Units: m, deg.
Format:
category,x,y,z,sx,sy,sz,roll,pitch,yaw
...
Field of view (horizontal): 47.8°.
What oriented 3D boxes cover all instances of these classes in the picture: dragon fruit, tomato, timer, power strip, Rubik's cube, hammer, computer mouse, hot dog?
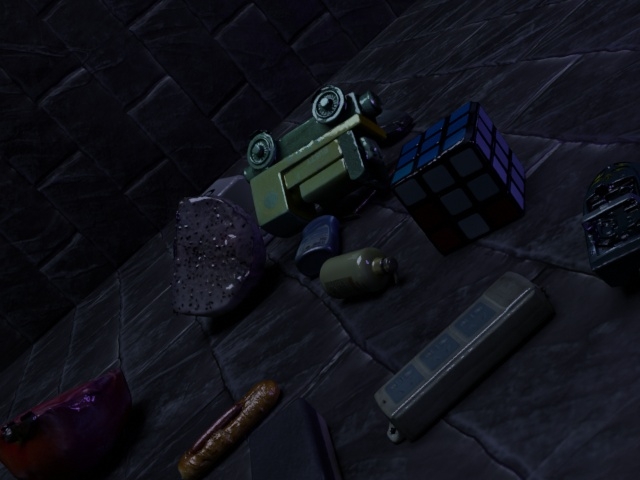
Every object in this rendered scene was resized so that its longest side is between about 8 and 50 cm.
category,x,y,z,sx,sy,sz,roll,pitch,yaw
dragon fruit,-0.224,0.045,1.714,0.203,0.283,0.221,4,-6,10
tomato,-0.519,0.404,1.531,0.334,0.176,0.289,-29,1,34
timer,-0.252,-0.049,1.994,0.192,0.194,0.195,-47,20,-17
power strip,0.175,0.142,0.899,0.272,0.052,0.078,-41,18,-1
Rubik's cube,0.229,-0.105,1.195,0.162,0.163,0.161,-28,22,30
hammer,0.129,-0.119,1.674,0.199,0.013,0.062,-48,19,-19
computer mouse,0.170,-0.303,1.945,0.113,0.068,0.229,-31,26,-16
hot dog,-0.153,0.310,1.187,0.215,0.047,0.066,-43,20,-6
power strip,-0.030,0.302,0.921,0.105,0.070,0.257,-37,20,4

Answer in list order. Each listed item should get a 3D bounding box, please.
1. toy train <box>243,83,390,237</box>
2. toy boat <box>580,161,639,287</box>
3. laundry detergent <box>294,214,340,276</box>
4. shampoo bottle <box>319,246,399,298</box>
category,x,y,z,sx,sy,sz,roll,pitch,yaw
toy train,-0.009,-0.183,1.690,0.397,0.160,0.253,-29,62,28
toy boat,0.362,-0.038,0.870,0.093,0.103,0.246,-32,17,30
laundry detergent,-0.001,-0.001,1.585,0.096,0.061,0.206,-33,19,21
shampoo bottle,0.073,0.055,1.270,0.162,0.079,0.079,-19,28,51
